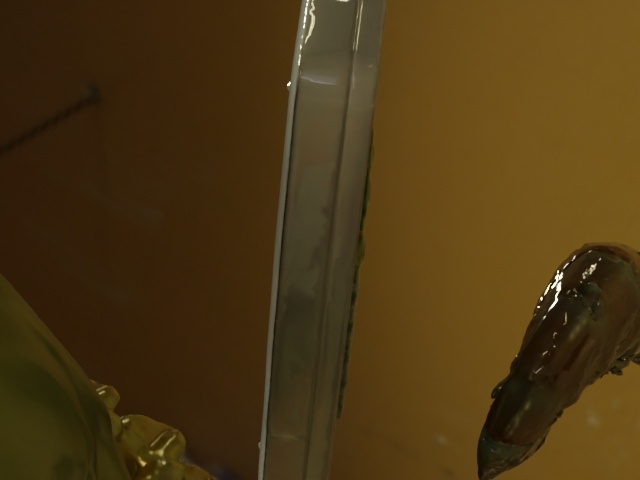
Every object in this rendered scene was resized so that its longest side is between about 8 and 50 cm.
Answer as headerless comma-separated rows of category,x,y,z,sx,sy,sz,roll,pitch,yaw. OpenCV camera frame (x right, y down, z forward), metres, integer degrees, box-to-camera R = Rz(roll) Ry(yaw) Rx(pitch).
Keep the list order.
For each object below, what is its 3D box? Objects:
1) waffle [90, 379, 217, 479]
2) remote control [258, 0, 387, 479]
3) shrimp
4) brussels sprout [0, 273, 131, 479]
waffle,-0.155,0.166,1.190,0.065,0.309,0.283,-50,-20,-36
remote control,0.000,0.000,0.744,0.103,0.034,0.250,-83,-1,-46
shrimp,0.097,0.047,0.732,0.099,0.041,0.180,-64,-14,7
brussels sprout,-0.181,0.123,0.521,0.289,0.281,0.354,-18,6,-22
